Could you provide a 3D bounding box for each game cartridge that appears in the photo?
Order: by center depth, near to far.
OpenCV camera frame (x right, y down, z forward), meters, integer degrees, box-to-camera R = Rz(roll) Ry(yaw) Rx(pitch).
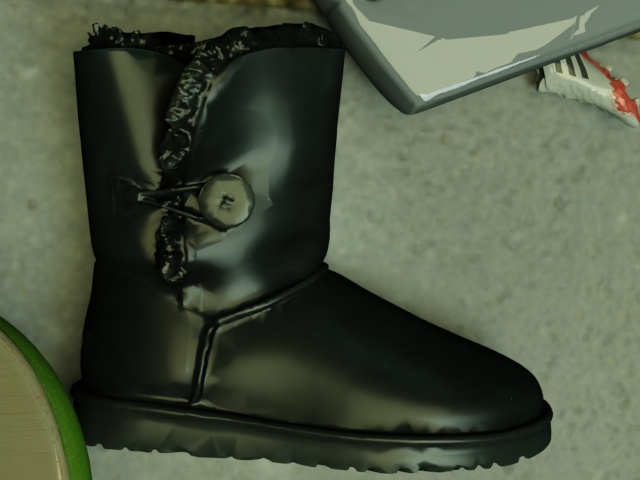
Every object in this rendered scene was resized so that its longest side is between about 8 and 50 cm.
[{"bbox_3d":[0.055,-0.221,0.626,0.196,0.060,0.294,-20,91,-11],"label":"game cartridge"}]

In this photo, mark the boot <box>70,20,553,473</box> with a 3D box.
[{"bbox_3d":[0.000,0.000,0.621,0.247,0.094,0.207,4,97,-3],"label":"boot"}]

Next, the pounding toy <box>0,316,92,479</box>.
[{"bbox_3d":[-0.179,0.101,0.601,0.237,0.110,0.183,31,101,25],"label":"pounding toy"}]

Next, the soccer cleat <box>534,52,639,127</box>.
[{"bbox_3d":[0.133,-0.084,0.672,0.083,0.029,0.035,44,95,-6],"label":"soccer cleat"}]
